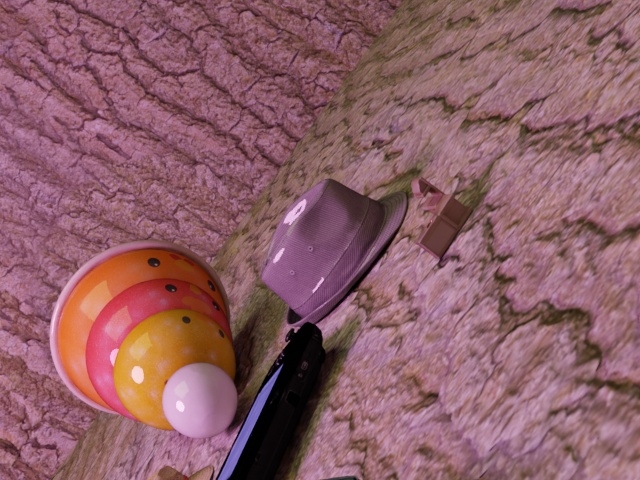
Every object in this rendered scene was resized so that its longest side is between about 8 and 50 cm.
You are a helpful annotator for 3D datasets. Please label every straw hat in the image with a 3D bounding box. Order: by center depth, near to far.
[{"bbox_3d":[-0.229,0.372,1.368,0.144,0.061,0.144,-46,8,8],"label":"straw hat"}]

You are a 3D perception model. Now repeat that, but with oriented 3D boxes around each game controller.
[{"bbox_3d":[-0.083,0.249,1.172,0.166,0.067,0.319,-42,16,47],"label":"game controller"}]

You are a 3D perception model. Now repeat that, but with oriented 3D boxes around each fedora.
[{"bbox_3d":[0.000,0.000,1.423,0.275,0.124,0.244,-49,13,26],"label":"fedora"}]

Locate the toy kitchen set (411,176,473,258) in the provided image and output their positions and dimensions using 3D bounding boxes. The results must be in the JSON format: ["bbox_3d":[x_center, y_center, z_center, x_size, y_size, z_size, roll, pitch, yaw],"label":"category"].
[{"bbox_3d":[0.127,-0.028,1.130,0.075,0.068,0.083,-56,11,-8],"label":"toy kitchen set"}]

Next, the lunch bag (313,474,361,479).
[{"bbox_3d":[-0.067,0.310,0.704,0.223,0.160,0.262,-51,0,31],"label":"lunch bag"}]

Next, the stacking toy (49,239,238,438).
[{"bbox_3d":[-0.251,0.215,1.594,0.350,0.350,0.480,-55,30,-4],"label":"stacking toy"}]
